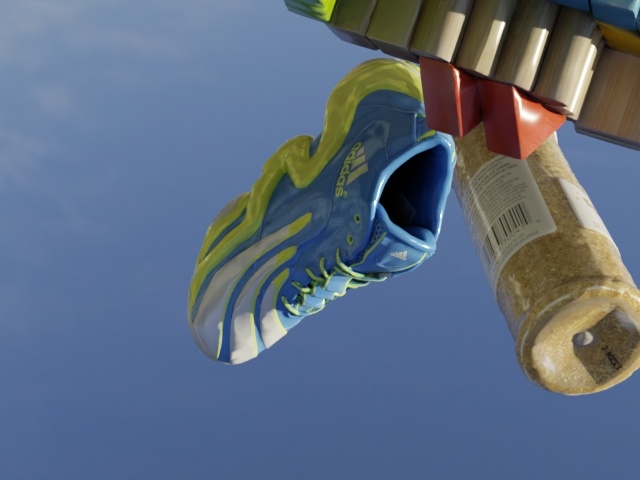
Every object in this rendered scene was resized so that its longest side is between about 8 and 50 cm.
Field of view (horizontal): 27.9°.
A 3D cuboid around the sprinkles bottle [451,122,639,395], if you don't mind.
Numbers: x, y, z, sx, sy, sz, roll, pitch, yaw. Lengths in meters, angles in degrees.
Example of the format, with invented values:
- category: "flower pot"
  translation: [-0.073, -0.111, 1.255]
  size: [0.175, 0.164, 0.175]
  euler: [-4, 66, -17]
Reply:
- category: "sprinkles bottle"
  translation: [0.196, -0.013, 1.196]
  size: [0.121, 0.121, 0.355]
  euler: [-11, -144, -1]

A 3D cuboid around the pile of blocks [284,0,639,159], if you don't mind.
- category: "pile of blocks"
  translation: [0.065, -0.106, 0.580]
  size: [0.362, 0.112, 0.149]
  euler: [18, -178, -20]

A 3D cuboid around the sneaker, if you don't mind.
- category: "sneaker"
  translation: [0.000, 0.000, 0.810]
  size: [0.091, 0.240, 0.126]
  euler: [24, -162, -29]
